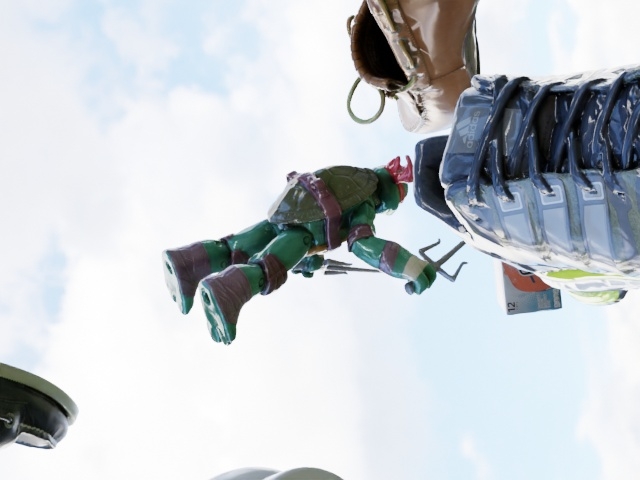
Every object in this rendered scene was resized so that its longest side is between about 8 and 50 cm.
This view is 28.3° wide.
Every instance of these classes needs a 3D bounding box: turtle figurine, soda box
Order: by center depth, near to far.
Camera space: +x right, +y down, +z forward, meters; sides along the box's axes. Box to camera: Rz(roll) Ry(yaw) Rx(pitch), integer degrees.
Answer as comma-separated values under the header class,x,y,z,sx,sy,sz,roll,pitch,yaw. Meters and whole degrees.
class,x,y,z,sx,sy,sz,roll,pitch,yaw
turtle figurine,0.000,0.000,1.006,0.234,0.175,0.118,-22,-80,-22
soda box,0.199,-0.021,1.258,0.063,0.058,0.183,-97,-1,-81

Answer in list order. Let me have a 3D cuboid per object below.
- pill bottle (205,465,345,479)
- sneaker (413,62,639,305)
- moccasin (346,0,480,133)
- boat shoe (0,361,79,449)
class,x,y,z,sx,sy,sz,roll,pitch,yaw
pill bottle,-0.085,0.310,1.175,0.176,0.318,0.176,15,-119,-28
sneaker,0.121,-0.032,0.565,0.300,0.121,0.111,136,148,-74
moccasin,0.085,-0.200,1.271,0.380,0.147,0.139,71,-176,-78
boat shoe,-0.306,0.135,0.975,0.340,0.127,0.113,52,-136,-63
